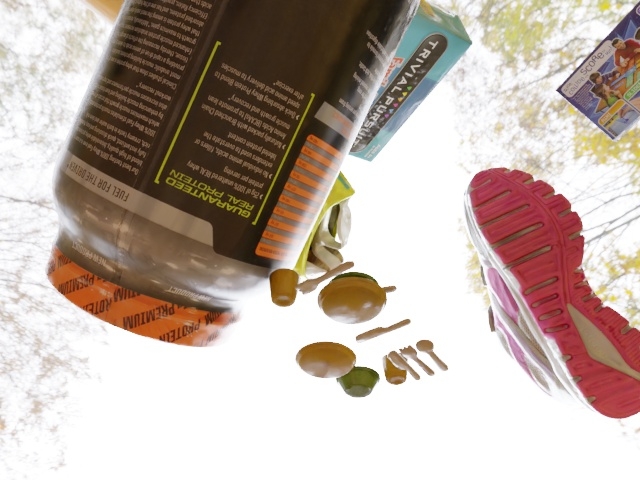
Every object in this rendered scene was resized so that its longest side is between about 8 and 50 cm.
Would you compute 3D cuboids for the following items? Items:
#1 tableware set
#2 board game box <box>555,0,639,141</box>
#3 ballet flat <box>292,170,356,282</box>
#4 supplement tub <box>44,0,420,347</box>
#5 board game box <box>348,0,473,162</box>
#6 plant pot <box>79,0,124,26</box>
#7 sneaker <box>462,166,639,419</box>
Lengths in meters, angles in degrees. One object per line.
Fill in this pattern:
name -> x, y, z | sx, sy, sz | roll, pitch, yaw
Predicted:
tableware set -> 0.020, 0.069, 0.410 | 0.104, 0.154, 0.024 | -27, -142, 24
board game box -> 0.513, -0.283, 0.902 | 0.201, 0.035, 0.136 | -50, -115, 29
ballet flat -> 0.000, 0.000, 0.731 | 0.077, 0.231, 0.077 | 37, -130, 22
supplement tub -> -0.072, -0.093, 0.417 | 0.193, 0.193, 0.316 | 27, -86, 9
board game box -> 0.004, -0.262, 0.781 | 0.336, 0.254, 0.079 | 13, -132, -30
plant pot -> -0.289, -0.409, 0.862 | 0.205, 0.188, 0.205 | -9, -104, 39
sneaker -> 0.198, 0.049, 0.524 | 0.103, 0.111, 0.252 | -13, -111, -15
